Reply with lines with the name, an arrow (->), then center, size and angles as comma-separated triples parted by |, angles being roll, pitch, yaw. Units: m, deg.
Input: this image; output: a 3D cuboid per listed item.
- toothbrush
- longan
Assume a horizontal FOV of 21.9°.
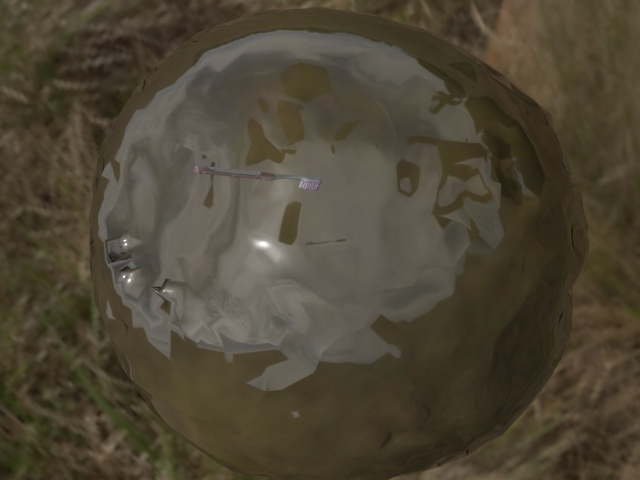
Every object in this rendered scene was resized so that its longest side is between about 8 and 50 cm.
toothbrush -> -0.038, -0.039, 1.010 | 0.006, 0.097, 0.008 | 35, 112, 47
longan -> 0.000, 0.008, 1.410 | 0.436, 0.404, 0.404 | 17, 67, 20
